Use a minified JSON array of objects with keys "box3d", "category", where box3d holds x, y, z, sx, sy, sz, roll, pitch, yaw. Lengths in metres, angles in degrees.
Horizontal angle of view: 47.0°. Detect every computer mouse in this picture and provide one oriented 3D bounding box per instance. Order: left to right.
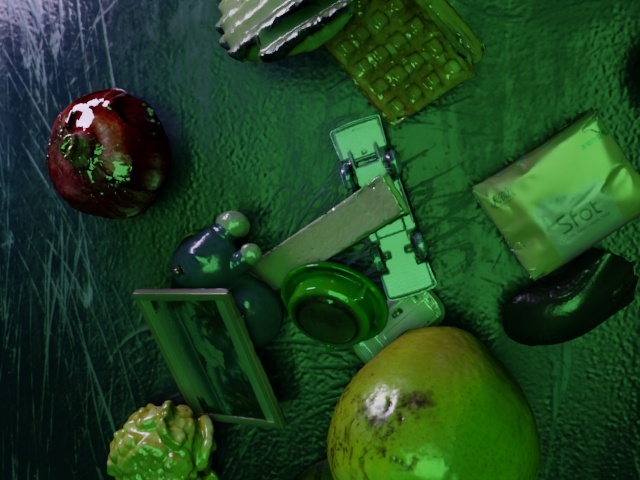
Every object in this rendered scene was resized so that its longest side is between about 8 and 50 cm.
[{"box3d":[0.149,0.165,1.420,0.199,0.045,0.102,-45,82,17],"category":"computer mouse"},{"box3d":[0.466,0.120,1.335,0.264,0.088,0.147,-37,120,7],"category":"computer mouse"}]

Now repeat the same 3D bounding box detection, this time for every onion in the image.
[{"box3d":[-0.404,-0.158,1.377,0.252,0.219,0.252,0,89,14],"category":"onion"}]

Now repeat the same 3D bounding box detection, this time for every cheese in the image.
[{"box3d":[-0.001,0.002,1.341,0.400,0.034,0.085,-31,85,41],"category":"cheese"}]

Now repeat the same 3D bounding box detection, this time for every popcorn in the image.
[{"box3d":[-0.297,0.423,1.440,0.216,0.181,0.235,30,110,4],"category":"popcorn"}]

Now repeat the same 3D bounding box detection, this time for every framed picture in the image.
[{"box3d":[-0.207,0.224,1.391,0.231,0.024,0.315,-3,118,32],"category":"framed picture"}]

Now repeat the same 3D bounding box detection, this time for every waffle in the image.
[{"box3d":[0.111,-0.371,1.266,0.308,0.091,0.212,45,139,-15],"category":"waffle"}]

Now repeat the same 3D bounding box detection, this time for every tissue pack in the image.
[{"box3d":[0.432,-0.082,1.320,0.256,0.123,0.215,-35,93,17],"category":"tissue pack"}]

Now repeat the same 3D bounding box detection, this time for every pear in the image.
[{"box3d":[0.202,0.337,1.279,0.390,0.391,0.391,1,96,8],"category":"pear"}]

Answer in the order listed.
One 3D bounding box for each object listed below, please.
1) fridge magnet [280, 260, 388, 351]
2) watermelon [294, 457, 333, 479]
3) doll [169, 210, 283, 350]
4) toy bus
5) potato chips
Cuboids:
[{"box3d":[0.023,0.122,1.359,0.207,0.088,0.208,13,135,13],"category":"fridge magnet"},{"box3d":[0.070,0.600,1.417,0.330,0.189,0.331,2,102,9],"category":"watermelon"},{"box3d":[-0.174,0.093,1.402,0.228,0.154,0.258,-22,110,40],"category":"doll"},{"box3d":[0.119,-0.061,1.356,0.108,0.136,0.330,-19,93,8],"category":"toy bus"},{"box3d":[-0.049,-0.452,1.220,0.070,0.429,0.359,19,64,-34],"category":"potato chips"}]
